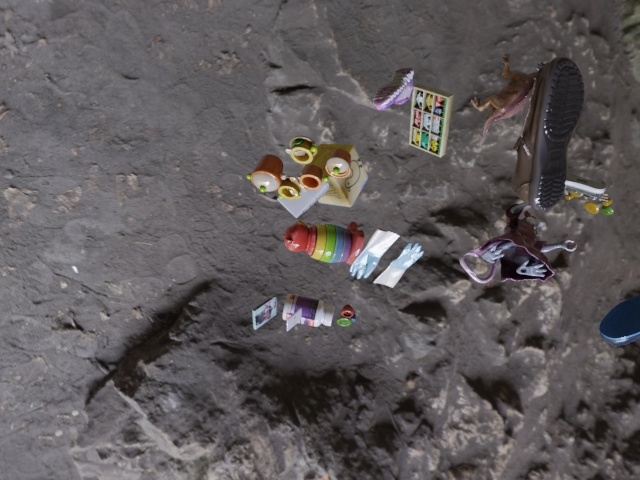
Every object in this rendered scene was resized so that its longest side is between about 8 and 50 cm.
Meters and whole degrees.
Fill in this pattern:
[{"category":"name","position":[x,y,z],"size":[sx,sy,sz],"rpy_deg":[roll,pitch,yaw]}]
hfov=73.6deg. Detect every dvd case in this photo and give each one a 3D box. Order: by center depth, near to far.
[{"category":"dvd case","position":[-0.204,0.263,1.577],"size":[0.119,0.013,0.087],"rpy_deg":[-32,133,-47]}]

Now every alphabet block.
[{"category":"alphabet block","position":[0.064,-0.287,1.876],"size":[0.192,0.194,0.197],"rpy_deg":[-61,140,-24]}]

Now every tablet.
[{"category":"tablet","position":[-0.091,0.276,1.494],"size":[0.083,0.006,0.054],"rpy_deg":[-33,134,-50]}]

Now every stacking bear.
[{"category":"stacking bear","position":[0.000,0.000,1.672],"size":[0.289,0.175,0.164],"rpy_deg":[9,108,-14]}]

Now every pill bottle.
[{"category":"pill bottle","position":[-0.046,0.283,1.705],"size":[0.108,0.194,0.108],"rpy_deg":[11,90,-85]}]

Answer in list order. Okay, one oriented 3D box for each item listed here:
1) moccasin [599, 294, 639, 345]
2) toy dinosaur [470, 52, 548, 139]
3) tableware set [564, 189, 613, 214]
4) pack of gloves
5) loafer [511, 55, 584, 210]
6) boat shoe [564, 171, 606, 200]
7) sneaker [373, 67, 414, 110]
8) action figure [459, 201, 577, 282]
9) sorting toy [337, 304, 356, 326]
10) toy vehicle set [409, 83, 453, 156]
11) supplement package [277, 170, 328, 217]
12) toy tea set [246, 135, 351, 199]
[{"category":"moccasin","position":[1.032,0.232,1.321],"size":[0.342,0.137,0.116],"rpy_deg":[-31,123,2]},{"category":"toy dinosaur","position":[0.590,-0.434,1.290],"size":[0.127,0.200,0.295],"rpy_deg":[27,110,-31]},{"category":"tableware set","position":[0.866,-0.135,1.383],"size":[0.024,0.154,0.104],"rpy_deg":[-38,122,-11]},{"category":"pack of gloves","position":[0.220,0.078,1.423],"size":[0.195,0.232,0.046],"rpy_deg":[17,41,-18]},{"category":"loafer","position":[0.540,-0.262,1.070],"size":[0.134,0.130,0.365],"rpy_deg":[-4,108,-26]},{"category":"boat shoe","position":[0.655,-0.143,1.108],"size":[0.049,0.142,0.040],"rpy_deg":[-36,139,-31]},{"category":"sneaker","position":[0.292,-0.558,1.635],"size":[0.236,0.095,0.104],"rpy_deg":[-51,135,-26]},{"category":"action figure","position":[0.678,0.016,1.457],"size":[0.248,0.276,0.370],"rpy_deg":[52,37,-4]},{"category":"sorting toy","position":[0.095,0.261,1.513],"size":[0.061,0.102,0.042],"rpy_deg":[12,44,-5]},{"category":"toy vehicle set","position":[0.448,-0.489,1.754],"size":[0.035,0.166,0.266],"rpy_deg":[-36,140,-28]},{"category":"supplement package","position":[-0.064,-0.182,1.659],"size":[0.105,0.105,0.179],"rpy_deg":[45,90,5]},{"category":"toy tea set","position":[-0.066,-0.198,1.307],"size":[0.200,0.336,0.124],"rpy_deg":[37,52,-32]}]
